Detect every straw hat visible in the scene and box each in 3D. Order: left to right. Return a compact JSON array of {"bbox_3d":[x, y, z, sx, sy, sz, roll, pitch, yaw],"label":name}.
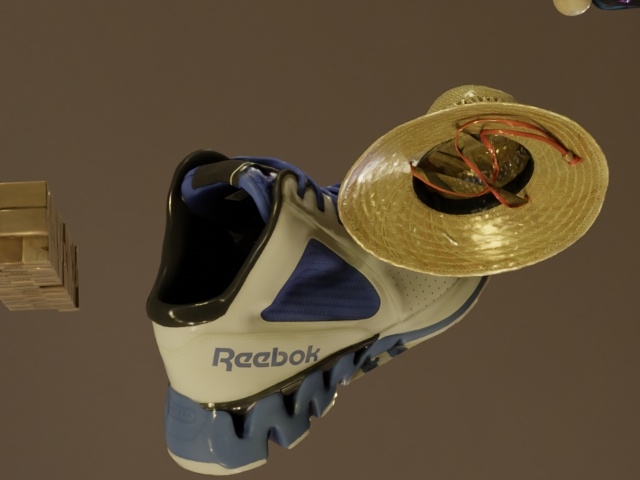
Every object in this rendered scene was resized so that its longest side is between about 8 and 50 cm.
[{"bbox_3d":[0.079,-0.045,0.596,0.144,0.144,0.061,43,-142,-44],"label":"straw hat"}]

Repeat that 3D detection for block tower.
[{"bbox_3d":[-0.358,0.017,1.406,0.335,0.097,0.091,108,160,-76],"label":"block tower"}]

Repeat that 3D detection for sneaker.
[{"bbox_3d":[-0.001,0.001,0.797,0.315,0.127,0.182,-39,-52,-31],"label":"sneaker"}]

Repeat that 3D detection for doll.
[{"bbox_3d":[0.310,-0.234,1.060,0.129,0.188,0.046,-47,-45,-81],"label":"doll"}]
